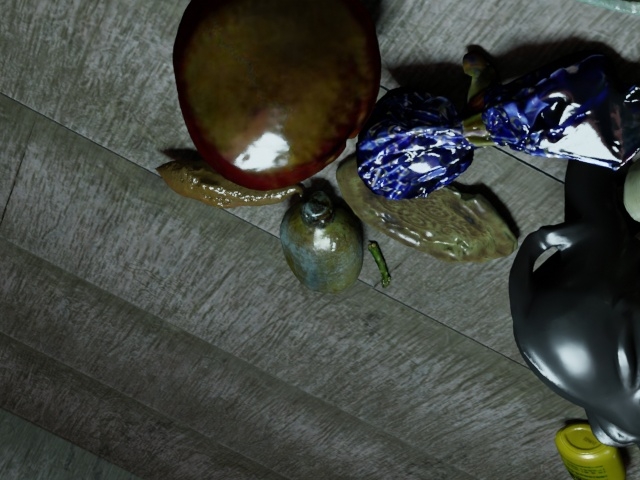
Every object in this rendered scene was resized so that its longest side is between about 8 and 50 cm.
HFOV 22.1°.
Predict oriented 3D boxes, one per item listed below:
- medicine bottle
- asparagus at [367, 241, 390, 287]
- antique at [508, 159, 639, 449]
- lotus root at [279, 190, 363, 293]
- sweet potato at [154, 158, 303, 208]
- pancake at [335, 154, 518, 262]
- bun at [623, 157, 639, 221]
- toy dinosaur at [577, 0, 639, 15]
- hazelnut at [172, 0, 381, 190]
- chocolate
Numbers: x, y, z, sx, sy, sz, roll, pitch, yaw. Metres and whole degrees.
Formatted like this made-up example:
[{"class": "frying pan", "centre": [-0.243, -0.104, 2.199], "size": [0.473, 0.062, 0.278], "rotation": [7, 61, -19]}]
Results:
[{"class": "medicine bottle", "centre": [0.415, 0.350, 2.444], "size": [0.095, 0.064, 0.260], "rotation": [11, 154, 27]}, {"class": "asparagus", "centre": [0.079, 0.034, 2.171], "size": [0.015, 0.014, 0.114], "rotation": [15, 154, 22]}, {"class": "antique", "centre": [0.340, 0.086, 1.752], "size": [0.322, 0.255, 0.185], "rotation": [28, 153, -14]}, {"class": "lotus root", "centre": [0.000, 0.000, 2.089], "size": [0.113, 0.088, 0.192], "rotation": [25, 156, 15]}, {"class": "sweet potato", "centre": [-0.120, -0.070, 2.093], "size": [0.206, 0.060, 0.068], "rotation": [7, -174, 13]}, {"class": "pancake", "centre": [0.127, -0.034, 1.973], "size": [0.235, 0.029, 0.212], "rotation": [20, 157, 13]}, {"class": "bun", "centre": [0.399, -0.049, 1.562], "size": [0.231, 0.133, 0.231], "rotation": [20, -179, 0]}, {"class": "toy dinosaur", "centre": [0.390, -0.176, 1.366], "size": [0.393, 0.092, 0.205], "rotation": [22, 156, 8]}, {"class": "hazelnut", "centre": [-0.047, -0.164, 1.659], "size": [0.229, 0.229, 0.229], "rotation": [20, 155, 10]}, {"class": "chocolate", "centre": [0.183, -0.122, 1.647], "size": [0.343, 0.126, 0.148], "rotation": [-9, 98, 46]}]
